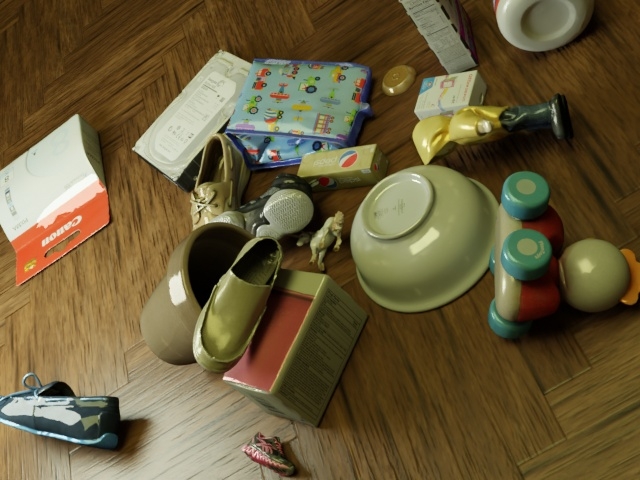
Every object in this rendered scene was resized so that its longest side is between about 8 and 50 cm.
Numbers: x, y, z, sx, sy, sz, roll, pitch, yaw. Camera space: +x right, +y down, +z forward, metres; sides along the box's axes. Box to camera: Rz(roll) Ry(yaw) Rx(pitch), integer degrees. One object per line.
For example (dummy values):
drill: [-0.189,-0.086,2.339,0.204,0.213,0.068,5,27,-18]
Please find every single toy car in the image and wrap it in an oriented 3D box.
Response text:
toy car: [0.390,0.033,1.487,0.238,0.219,0.210,4,55,5]

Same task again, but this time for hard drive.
hard drive: [-0.279,-0.294,2.300,0.339,0.064,0.237,-49,43,-6]

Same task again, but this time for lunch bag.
lunch bag: [-0.025,-0.282,2.067,0.293,0.138,0.221,0,55,26]

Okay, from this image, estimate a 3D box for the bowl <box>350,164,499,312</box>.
bowl: [0.164,-0.031,1.712,0.298,0.134,0.298,-20,48,23]

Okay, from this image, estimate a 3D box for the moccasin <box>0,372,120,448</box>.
moccasin: [-0.537,0.345,1.963,0.342,0.138,0.117,6,75,25]

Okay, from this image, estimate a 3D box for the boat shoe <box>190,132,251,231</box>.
boat shoe: [-0.235,-0.078,2.063,0.121,0.110,0.341,-16,49,27]

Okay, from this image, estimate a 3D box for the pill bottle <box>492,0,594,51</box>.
pill bottle: [0.415,-0.534,1.876,0.181,0.181,0.323,-23,47,22]

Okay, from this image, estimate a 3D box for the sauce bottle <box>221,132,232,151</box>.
sauce bottle: [-0.198,-0.235,2.193,0.128,0.042,0.042,-30,42,-10]

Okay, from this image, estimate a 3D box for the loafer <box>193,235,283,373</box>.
loafer: [-0.139,0.096,1.632,0.102,0.092,0.268,22,64,-2]

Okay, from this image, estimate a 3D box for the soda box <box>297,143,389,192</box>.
soda box: [0.044,-0.146,1.945,0.181,0.058,0.061,-4,56,34]

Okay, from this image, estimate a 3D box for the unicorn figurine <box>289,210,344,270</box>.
unicorn figurine: [0.000,0.000,1.861,0.162,0.060,0.111,-34,33,32]

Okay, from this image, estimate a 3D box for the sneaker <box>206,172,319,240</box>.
sneaker: [-0.118,-0.051,1.944,0.268,0.101,0.153,-21,20,25]

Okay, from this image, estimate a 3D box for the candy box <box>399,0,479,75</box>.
candy box: [0.231,-0.463,1.920,0.071,0.233,0.159,-22,47,22]

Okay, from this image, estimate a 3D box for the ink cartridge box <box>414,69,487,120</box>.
ink cartridge box: [0.258,-0.281,1.893,0.122,0.052,0.088,-3,56,34]

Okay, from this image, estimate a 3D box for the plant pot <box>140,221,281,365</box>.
plant pot: [-0.220,0.132,1.823,0.229,0.263,0.263,-36,40,36]

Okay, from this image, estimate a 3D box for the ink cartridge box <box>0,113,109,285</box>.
ink cartridge box: [-0.697,-0.109,2.452,0.308,0.091,0.385,-33,43,12]

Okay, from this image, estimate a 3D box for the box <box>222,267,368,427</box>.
box: [-0.042,0.186,1.687,0.127,0.148,0.232,7,62,41]

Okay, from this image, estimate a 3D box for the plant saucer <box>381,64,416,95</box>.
plant saucer: [0.164,-0.345,2.040,0.083,0.015,0.083,-20,48,24]

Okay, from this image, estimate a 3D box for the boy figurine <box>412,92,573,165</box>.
boy figurine: [0.300,-0.200,1.723,0.285,0.177,0.092,-10,92,22]

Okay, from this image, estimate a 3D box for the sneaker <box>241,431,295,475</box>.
sneaker: [-0.083,0.366,1.662,0.119,0.047,0.057,17,58,42]
